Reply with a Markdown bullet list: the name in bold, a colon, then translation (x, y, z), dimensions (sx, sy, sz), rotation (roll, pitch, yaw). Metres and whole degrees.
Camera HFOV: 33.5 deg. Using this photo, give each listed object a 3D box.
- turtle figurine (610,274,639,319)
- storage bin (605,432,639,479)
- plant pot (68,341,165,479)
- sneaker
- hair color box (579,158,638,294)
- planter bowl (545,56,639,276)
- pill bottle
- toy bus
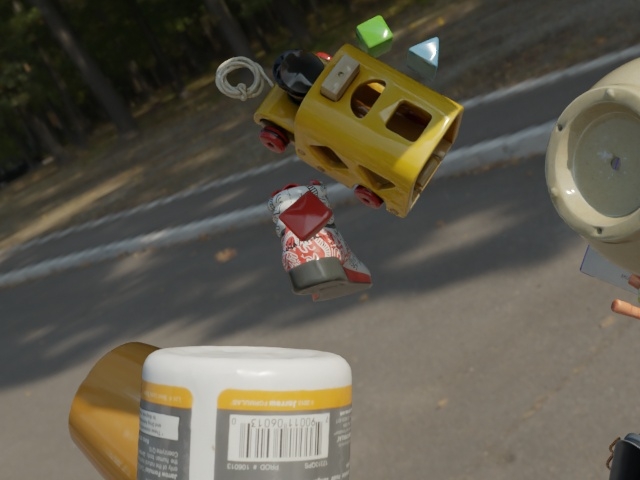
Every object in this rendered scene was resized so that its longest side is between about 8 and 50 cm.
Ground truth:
- **turtle figurine**: translation (0.353, 0.008, 0.968), dimensions (0.269, 0.087, 0.217), rotation (-10, 13, -10)
- **storage bin**: translation (0.333, 0.212, 1.015), dimensions (0.091, 0.135, 0.098), rotation (-39, 53, -26)
- **plant pot**: translation (-0.147, 0.200, 1.087), dimensions (0.188, 0.205, 0.205), rotation (27, 44, 27)
- **sneaker**: translation (0.001, 0.000, 1.412), dimensions (0.090, 0.145, 0.270), rotation (-17, -9, 9)
- **hair color box**: translation (0.439, -0.090, 1.191), dimensions (0.185, 0.339, 0.110), rotation (24, 22, 26)
- **planter bowl**: translation (0.215, -0.047, 0.683), dimensions (0.109, 0.162, 0.162), rotation (-2, -5, -37)
- **pill bottle**: translation (-0.060, 0.223, 0.802), dimensions (0.162, 0.279, 0.162), rotation (2, -2, 0)
- **toy bus**: translation (0.021, -0.113, 0.900), dimensions (0.202, 0.191, 0.104), rotation (-13, -19, -5)
